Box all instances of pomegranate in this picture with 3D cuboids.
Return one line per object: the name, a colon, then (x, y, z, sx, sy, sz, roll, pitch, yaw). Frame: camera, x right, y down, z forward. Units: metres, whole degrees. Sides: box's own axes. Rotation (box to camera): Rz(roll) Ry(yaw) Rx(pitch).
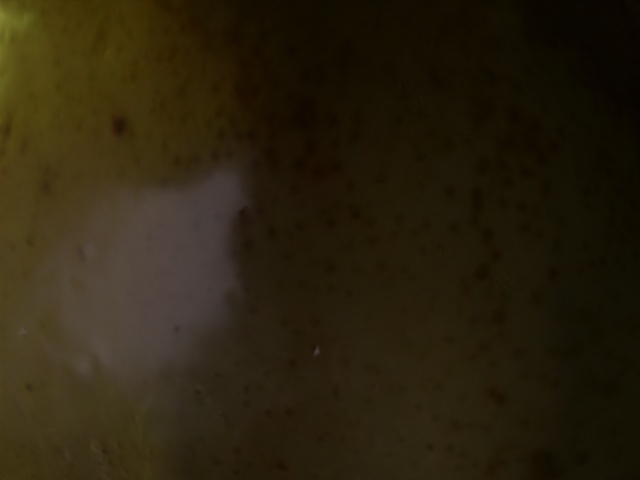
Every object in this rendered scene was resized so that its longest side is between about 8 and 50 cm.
pomegranate: (0.000, 0.000, 0.615, 0.417, 0.417, 0.416, 29, 129, 43)
